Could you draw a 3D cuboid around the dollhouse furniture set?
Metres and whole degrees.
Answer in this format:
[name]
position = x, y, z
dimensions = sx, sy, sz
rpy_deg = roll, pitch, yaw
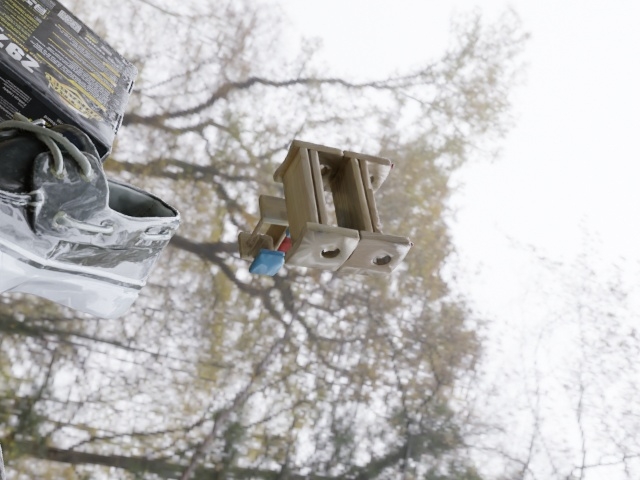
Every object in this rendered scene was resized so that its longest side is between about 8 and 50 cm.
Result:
[dollhouse furniture set]
position = 0.000, 0.000, 1.093
dimensions = 0.183, 0.129, 0.129
rpy_deg = 124, -34, -45

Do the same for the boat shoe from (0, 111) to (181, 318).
[boat shoe]
position = -0.207, -0.033, 0.652
dimensions = 0.121, 0.335, 0.119
rpy_deg = 36, -89, 18

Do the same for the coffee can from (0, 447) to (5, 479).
[coffee can]
position = -0.322, 0.147, 0.444
dimensions = 0.202, 0.275, 0.201
rpy_deg = -8, -101, 44

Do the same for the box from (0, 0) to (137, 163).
[box]
position = -0.327, -0.206, 0.888
dimensions = 0.079, 0.322, 0.257
rpy_deg = -43, -157, 17
